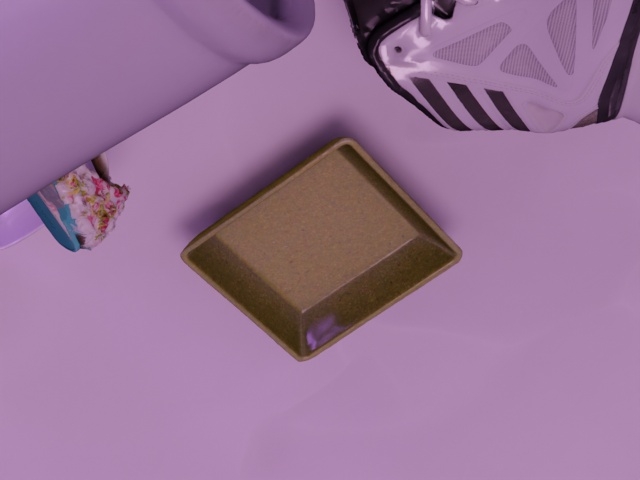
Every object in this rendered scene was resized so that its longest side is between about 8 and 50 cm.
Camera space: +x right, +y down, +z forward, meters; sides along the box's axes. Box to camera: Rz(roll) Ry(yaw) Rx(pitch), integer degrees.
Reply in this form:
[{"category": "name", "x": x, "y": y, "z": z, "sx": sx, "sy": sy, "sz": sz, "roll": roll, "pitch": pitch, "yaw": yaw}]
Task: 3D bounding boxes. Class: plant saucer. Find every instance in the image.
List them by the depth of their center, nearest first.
[{"category": "plant saucer", "x": 0.000, "y": 0.000, "z": 1.660, "sx": 0.188, "sy": 0.045, "sz": 0.188, "roll": -34, "pitch": 129, "yaw": 16}]

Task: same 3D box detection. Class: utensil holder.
[{"category": "utensil holder", "x": -0.248, "y": -0.167, "z": 1.181, "sx": 0.385, "sy": 0.327, "sz": 0.327, "roll": -31, "pitch": 130, "yaw": 15}]

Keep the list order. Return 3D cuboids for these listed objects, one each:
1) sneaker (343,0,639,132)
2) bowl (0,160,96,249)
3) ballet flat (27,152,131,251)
[{"category": "sneaker", "x": 0.145, "y": -0.228, "z": 1.400, "sx": 0.257, "sy": 0.169, "sz": 0.447, "roll": -11, "pitch": 141, "yaw": -5}, {"category": "bowl", "x": -0.266, "y": -0.071, "z": 1.529, "sx": 0.142, "sy": 0.053, "sz": 0.142, "roll": -36, "pitch": 128, "yaw": 16}, {"category": "ballet flat", "x": -0.222, "y": -0.089, "z": 1.450, "sx": 0.077, "sy": 0.091, "sz": 0.241, "roll": -45, "pitch": 137, "yaw": -16}]
